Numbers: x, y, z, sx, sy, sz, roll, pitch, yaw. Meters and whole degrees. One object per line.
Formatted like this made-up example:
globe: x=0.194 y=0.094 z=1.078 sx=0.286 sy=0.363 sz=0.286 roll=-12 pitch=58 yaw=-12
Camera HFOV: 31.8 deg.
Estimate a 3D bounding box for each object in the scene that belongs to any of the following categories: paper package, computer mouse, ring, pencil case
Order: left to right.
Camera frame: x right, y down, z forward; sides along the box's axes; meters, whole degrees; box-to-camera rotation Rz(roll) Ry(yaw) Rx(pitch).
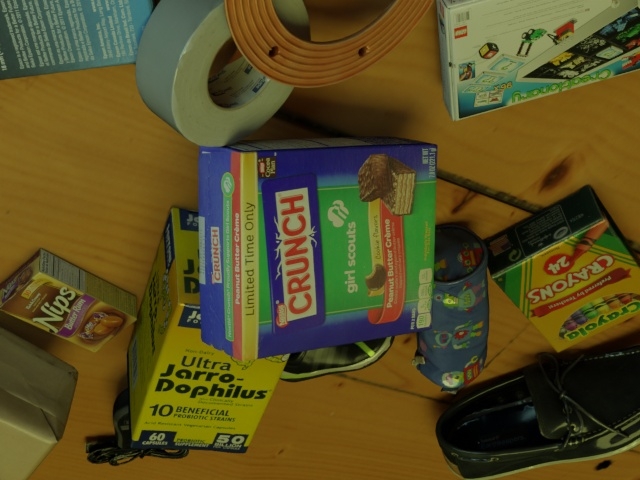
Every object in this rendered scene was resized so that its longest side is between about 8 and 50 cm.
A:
paper package: x=-0.580 y=0.274 z=1.738 sx=0.309 sy=0.168 sz=0.325 roll=32 pitch=124 yaw=-15
computer mouse: x=-0.314 y=0.313 z=1.971 sx=0.188 sy=0.072 sz=0.272 roll=0 pitch=149 yaw=-15
ring: x=0.027 y=-0.332 z=1.293 sx=0.336 sy=0.032 sz=0.337 roll=-24 pitch=137 yaw=-25
pencil case: x=0.206 y=0.115 z=1.824 sx=0.133 sy=0.119 sz=0.306 roll=-19 pitch=137 yaw=-10

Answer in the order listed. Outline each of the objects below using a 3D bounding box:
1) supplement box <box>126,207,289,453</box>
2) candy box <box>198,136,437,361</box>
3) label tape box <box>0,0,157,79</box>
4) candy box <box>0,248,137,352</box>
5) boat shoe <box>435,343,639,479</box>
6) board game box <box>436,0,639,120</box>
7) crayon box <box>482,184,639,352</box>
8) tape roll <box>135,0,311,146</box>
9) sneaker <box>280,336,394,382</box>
supplement box: x=-0.170 y=0.148 z=1.725 sx=0.194 sy=0.195 sz=0.356 roll=6 pitch=134 yaw=-18
candy box: x=0.000 y=0.000 z=1.500 sx=0.317 sy=0.122 sz=0.268 roll=-6 pitch=101 yaw=-33
label tape box: x=-0.361 y=-0.304 z=1.266 sx=0.333 sy=0.106 sz=0.241 roll=-8 pitch=138 yaw=-4
candy box: x=-0.388 y=0.096 z=1.729 sx=0.109 sy=0.053 sz=0.186 roll=-37 pitch=130 yaw=27
boat shoe: x=0.435 y=0.304 z=2.035 sx=0.500 sy=0.187 sz=0.156 roll=-22 pitch=142 yaw=19
board game box: x=0.304 y=-0.277 z=1.456 sx=0.305 sy=0.053 sz=0.193 roll=-16 pitch=139 yaw=-4
crayon box: x=0.427 y=0.067 z=1.851 sx=0.202 sy=0.081 sz=0.318 roll=-30 pitch=135 yaw=18
tape roll: x=-0.114 y=-0.223 z=1.351 sx=0.219 sy=0.072 sz=0.219 roll=-35 pitch=147 yaw=-27
sneaker: x=0.010 y=0.172 z=1.871 sx=0.234 sy=0.084 sz=0.097 roll=-22 pitch=135 yaw=11
